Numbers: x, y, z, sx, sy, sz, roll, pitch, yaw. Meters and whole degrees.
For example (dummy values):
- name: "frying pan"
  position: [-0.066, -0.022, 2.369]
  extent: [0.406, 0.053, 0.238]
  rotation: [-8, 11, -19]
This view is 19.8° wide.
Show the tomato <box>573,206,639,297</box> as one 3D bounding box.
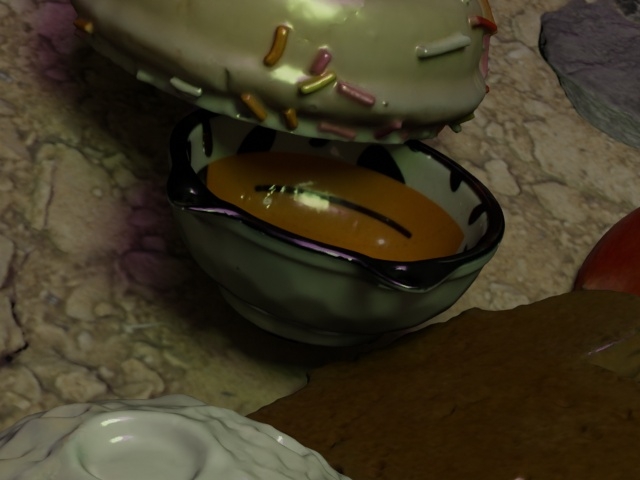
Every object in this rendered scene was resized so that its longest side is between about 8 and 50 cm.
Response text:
- name: "tomato"
  position: [0.384, 0.029, 1.600]
  extent: [0.309, 0.170, 0.309]
  rotation: [15, 42, -14]

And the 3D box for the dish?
- name: "dish"
  position: [0.000, 0.000, 1.457]
  extent: [0.303, 0.120, 0.303]
  rotation: [13, 26, -7]

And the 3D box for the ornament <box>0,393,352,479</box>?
- name: "ornament"
  position: [-0.101, 0.252, 1.035]
  extent: [0.337, 0.337, 0.337]
  rotation: [13, 43, -13]

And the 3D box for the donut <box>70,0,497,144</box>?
- name: "donut"
  position: [-0.025, -0.206, 1.583]
  extent: [0.383, 0.142, 0.382]
  rotation: [14, 20, -5]

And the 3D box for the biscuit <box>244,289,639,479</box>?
- name: "biscuit"
  position: [0.146, 0.163, 1.291]
  extent: [0.368, 0.076, 0.394]
  rotation: [-21, 25, -23]
